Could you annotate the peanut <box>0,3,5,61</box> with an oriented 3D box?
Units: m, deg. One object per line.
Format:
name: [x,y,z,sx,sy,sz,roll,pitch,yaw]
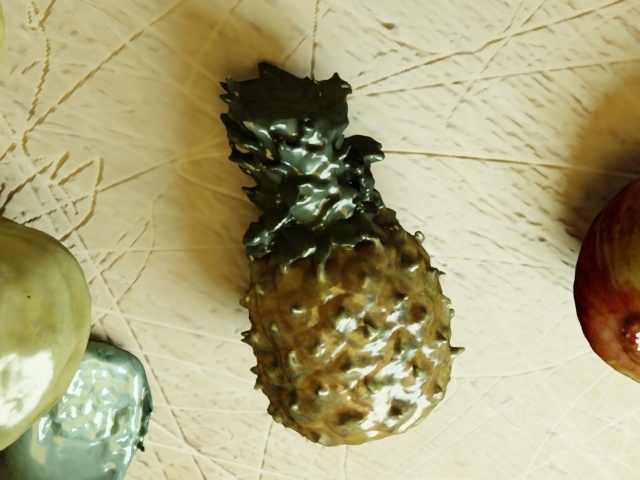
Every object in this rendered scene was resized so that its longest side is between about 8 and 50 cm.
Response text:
peanut: [-0.235,-0.154,0.605,0.149,0.149,0.313,7,118,-22]

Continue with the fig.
fig: [0.299,0.024,0.882,0.205,0.205,0.205,-9,127,-12]

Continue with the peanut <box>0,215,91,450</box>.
peanut: [-0.335,0.075,0.716,0.387,0.169,0.192,-14,122,-7]

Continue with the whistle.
whistle: [-0.229,0.233,0.899,0.189,0.189,0.348,22,94,-29]

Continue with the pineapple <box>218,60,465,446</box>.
pineapple: [0.000,0.000,0.800,0.157,0.158,0.279,-18,116,-4]
